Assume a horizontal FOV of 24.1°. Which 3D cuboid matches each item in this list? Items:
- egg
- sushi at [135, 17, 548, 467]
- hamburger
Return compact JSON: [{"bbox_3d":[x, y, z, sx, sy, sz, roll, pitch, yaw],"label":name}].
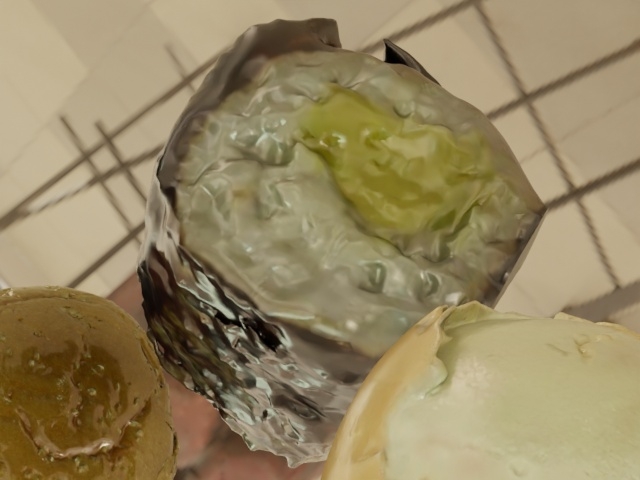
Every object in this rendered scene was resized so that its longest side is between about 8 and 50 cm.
[{"bbox_3d":[0.093,0.151,0.750,0.201,0.201,0.244,30,111,24],"label":"egg"},{"bbox_3d":[-0.001,0.002,1.226,0.299,0.281,0.294,53,159,14],"label":"sushi"},{"bbox_3d":[-0.254,0.170,1.350,0.134,0.285,0.265,-14,90,37],"label":"hamburger"}]
